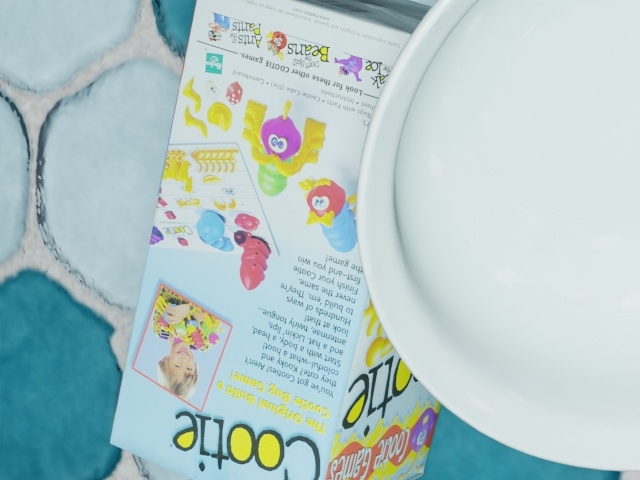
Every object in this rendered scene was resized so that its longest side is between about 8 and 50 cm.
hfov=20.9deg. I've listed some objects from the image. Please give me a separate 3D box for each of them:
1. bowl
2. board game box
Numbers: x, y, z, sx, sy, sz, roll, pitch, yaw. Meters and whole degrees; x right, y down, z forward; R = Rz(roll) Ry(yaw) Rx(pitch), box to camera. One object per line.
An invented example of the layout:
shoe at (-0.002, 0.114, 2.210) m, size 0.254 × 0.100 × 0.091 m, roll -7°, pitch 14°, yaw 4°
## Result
bowl at (0.158, -0.045, 0.860) m, size 0.298 × 0.134 × 0.297 m, roll -2°, pitch 113°, yaw -4°
board game box at (0.000, 0.000, 0.985) m, size 0.144 × 0.142 × 0.275 m, roll 20°, pitch 106°, yaw 26°
